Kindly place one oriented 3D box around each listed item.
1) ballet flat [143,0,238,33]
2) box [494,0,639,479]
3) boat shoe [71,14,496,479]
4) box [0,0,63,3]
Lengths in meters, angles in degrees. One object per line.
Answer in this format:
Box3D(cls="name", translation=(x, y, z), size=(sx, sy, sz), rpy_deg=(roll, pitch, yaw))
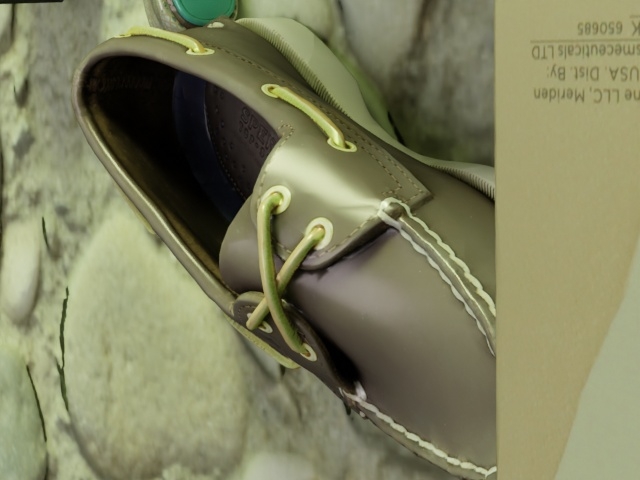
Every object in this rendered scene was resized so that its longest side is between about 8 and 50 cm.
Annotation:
Box3D(cls="ballet flat", translation=(-0.080, -0.171, 0.848), size=(0.052, 0.057, 0.168), rpy_deg=(-16, 83, 64))
Box3D(cls="box", translation=(0.136, 0.055, 0.479), size=(0.121, 0.148, 0.311), rpy_deg=(8, 99, 53))
Box3D(cls="boat shoe", translation=(0.000, 0.000, 0.707), size=(0.324, 0.097, 0.116), rpy_deg=(48, 131, 47))
Box3D(cls="box", translation=(-0.163, -0.174, 0.952), size=(0.052, 0.062, 0.083), rpy_deg=(-27, 74, 51))
